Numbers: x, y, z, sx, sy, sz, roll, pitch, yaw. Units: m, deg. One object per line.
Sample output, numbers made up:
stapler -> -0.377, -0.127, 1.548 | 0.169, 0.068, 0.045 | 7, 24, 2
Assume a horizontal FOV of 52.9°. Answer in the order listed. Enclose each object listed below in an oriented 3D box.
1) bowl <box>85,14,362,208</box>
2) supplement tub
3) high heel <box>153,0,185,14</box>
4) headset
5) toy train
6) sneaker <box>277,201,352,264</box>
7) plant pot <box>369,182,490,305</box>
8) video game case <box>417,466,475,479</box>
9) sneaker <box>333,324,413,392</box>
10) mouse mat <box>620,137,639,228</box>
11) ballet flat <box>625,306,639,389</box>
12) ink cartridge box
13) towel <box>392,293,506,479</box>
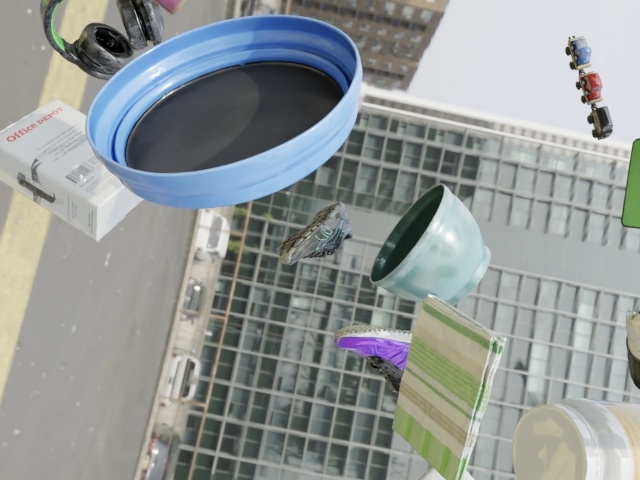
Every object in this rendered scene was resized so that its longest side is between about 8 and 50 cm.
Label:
bowl -> -0.131, -0.192, 0.913 | 0.077, 0.390, 0.391 | 74, 18, -44
supplement tub -> 0.563, 0.429, 1.264 | 0.228, 0.316, 0.228 | -38, -133, 56
high heel -> -0.215, -0.564, 1.015 | 0.127, 0.181, 0.377 | 29, -90, 51
headset -> -0.451, -0.454, 1.493 | 0.394, 0.243, 0.185 | 29, 33, -60
toy train -> 0.387, -0.222, 0.924 | 0.036, 0.027, 0.158 | 131, -57, -83
sneaker -> 0.000, 0.000, 1.596 | 0.101, 0.106, 0.267 | -16, -163, 44
plant pot -> 0.284, 0.036, 1.563 | 0.293, 0.196, 0.293 | -54, -173, 10
video game case -> 0.157, 0.397, 0.753 | 0.193, 0.212, 0.023 | -39, 169, -20
sneaker -> 0.167, 0.280, 1.498 | 0.102, 0.293, 0.146 | 174, -76, -72
mouse mat -> 0.692, -0.114, 1.299 | 0.152, 0.007, 0.190 | 11, -83, 52
ballet flat -> 0.565, 0.115, 1.073 | 0.095, 0.096, 0.281 | 26, -82, 62
ink cartridge box -> -0.517, -0.155, 1.364 | 0.197, 0.272, 0.114 | -53, 172, -44
towel -> 0.120, 0.141, 0.623 | 0.113, 0.023, 0.152 | 34, -64, 58
